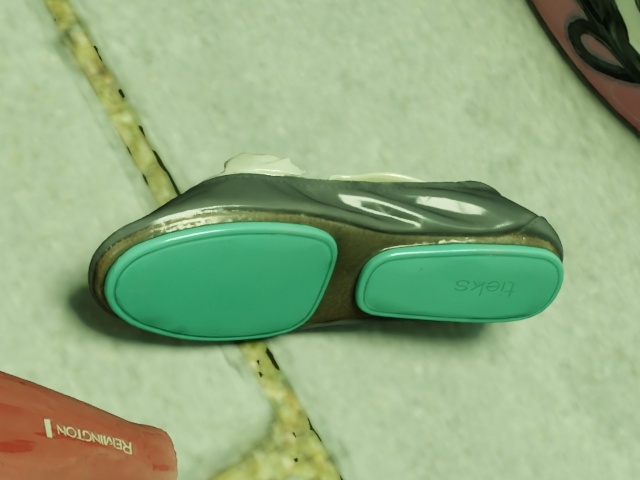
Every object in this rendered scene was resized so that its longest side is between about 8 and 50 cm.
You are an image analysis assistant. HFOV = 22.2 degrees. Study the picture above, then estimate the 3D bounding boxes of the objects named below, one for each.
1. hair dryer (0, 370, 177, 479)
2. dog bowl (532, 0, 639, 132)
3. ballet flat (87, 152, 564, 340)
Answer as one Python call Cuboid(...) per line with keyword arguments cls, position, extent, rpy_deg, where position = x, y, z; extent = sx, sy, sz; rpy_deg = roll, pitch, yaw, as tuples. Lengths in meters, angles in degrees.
Cuboid(cls="hair dryer", position=(-0.165, 0.005, 0.523), extent=(0.293, 0.080, 0.223), rpy_deg=(43, 51, -8))
Cuboid(cls="dog bowl", position=(0.259, -0.194, 0.849), extent=(0.408, 0.150, 0.408), rpy_deg=(14, 61, -27))
Cuboid(cls="ballet flat", position=(0.000, 0.000, 0.645), extent=(0.203, 0.074, 0.074), rpy_deg=(1, 67, -26))
